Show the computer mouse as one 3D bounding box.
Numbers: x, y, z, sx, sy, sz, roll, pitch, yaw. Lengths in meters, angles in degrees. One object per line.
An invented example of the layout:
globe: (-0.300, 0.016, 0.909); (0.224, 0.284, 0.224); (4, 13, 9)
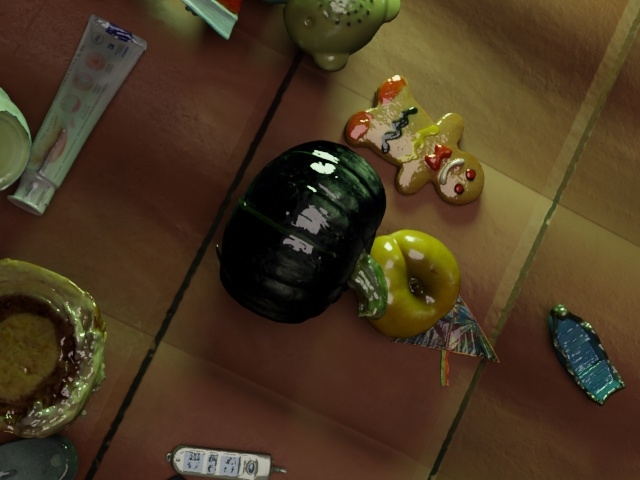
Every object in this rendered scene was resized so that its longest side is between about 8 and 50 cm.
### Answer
computer mouse: (-0.467, 0.358, 1.836); (0.229, 0.068, 0.113); (-16, 72, -2)

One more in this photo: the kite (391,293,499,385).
kite: (0.211, 0.161, 2.027); (0.190, 0.010, 0.159); (13, 85, -10)

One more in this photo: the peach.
peach: (0.137, 0.066, 1.960); (0.179, 0.103, 0.179); (0, 91, -22)

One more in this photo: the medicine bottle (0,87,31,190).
medicine bottle: (-0.506, -0.155, 1.801); (0.147, 0.143, 0.147); (-13, 120, -22)

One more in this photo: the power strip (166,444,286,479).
power strip: (-0.146, 0.351, 1.925); (0.191, 0.030, 0.047); (8, 85, -11)

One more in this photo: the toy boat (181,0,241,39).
toy boat: (-0.267, -0.420, 1.891); (0.332, 0.145, 0.133); (34, 102, 1)

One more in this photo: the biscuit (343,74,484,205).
biscuit: (0.171, -0.154, 2.027); (0.250, 0.036, 0.165); (41, 80, -7)

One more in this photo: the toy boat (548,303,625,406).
toy boat: (0.435, 0.184, 2.040); (0.075, 0.077, 0.185); (-33, 94, -12)

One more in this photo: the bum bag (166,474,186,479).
bum bag: (-0.177, 0.474, 1.895); (0.248, 0.060, 0.123); (40, 80, -6)

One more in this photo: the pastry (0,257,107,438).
pastry: (-0.432, 0.162, 1.805); (0.256, 0.170, 0.236); (16, 78, 16)

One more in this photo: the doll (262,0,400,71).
doll: (-0.011, -0.405, 1.940); (0.177, 0.161, 0.260); (-44, 93, -13)

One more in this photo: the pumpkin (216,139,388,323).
pumpkin: (0.000, 0.000, 1.840); (0.296, 0.296, 0.296); (1, 86, -12)

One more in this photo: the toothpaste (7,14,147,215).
toothpaste: (-0.381, -0.193, 1.896); (0.100, 0.066, 0.323); (27, 76, -5)
